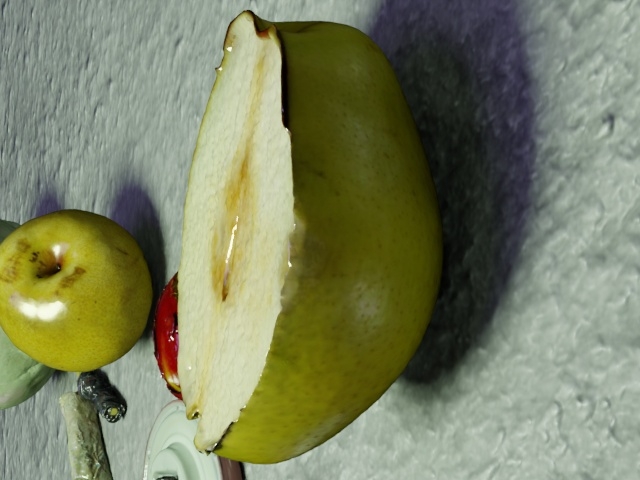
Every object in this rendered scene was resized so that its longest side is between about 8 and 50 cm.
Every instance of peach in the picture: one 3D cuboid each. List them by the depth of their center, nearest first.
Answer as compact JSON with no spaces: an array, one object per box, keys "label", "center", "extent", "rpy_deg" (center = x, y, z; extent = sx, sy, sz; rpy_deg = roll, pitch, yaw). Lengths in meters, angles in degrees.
[{"label":"peach","center":[-0.140,0.105,1.815],"extent":[0.127,0.092,0.172],"rpy_deg":[-54,47,53]}]

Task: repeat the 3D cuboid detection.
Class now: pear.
[{"label":"pear","center":[0.000,0.000,1.432],"extent":[0.340,0.191,0.386],"rpy_deg":[-131,51,-64]},{"label":"pear","center":[-0.308,0.068,2.034],"extent":[0.209,0.209,0.209],"rpy_deg":[2,92,63]}]

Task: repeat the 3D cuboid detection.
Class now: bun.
[{"label":"bun","center":[-0.431,0.104,2.301],"extent":[0.283,0.179,0.283],"rpy_deg":[0,-90,-87]}]

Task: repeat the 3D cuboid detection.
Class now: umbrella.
[{"label":"umbrella","center":[-0.303,0.206,2.192],"extent":[0.144,0.040,0.037],"rpy_deg":[-143,49,-58]}]

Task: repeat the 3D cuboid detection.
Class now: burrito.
[{"label":"burrito","center":[-0.322,0.281,2.216],"extent":[0.042,0.051,0.171],"rpy_deg":[-50,46,50]}]

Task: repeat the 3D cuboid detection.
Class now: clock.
[{"label":"clock","center":[-0.156,0.307,1.891],"extent":[0.244,0.056,0.244],"rpy_deg":[3,94,64]}]
